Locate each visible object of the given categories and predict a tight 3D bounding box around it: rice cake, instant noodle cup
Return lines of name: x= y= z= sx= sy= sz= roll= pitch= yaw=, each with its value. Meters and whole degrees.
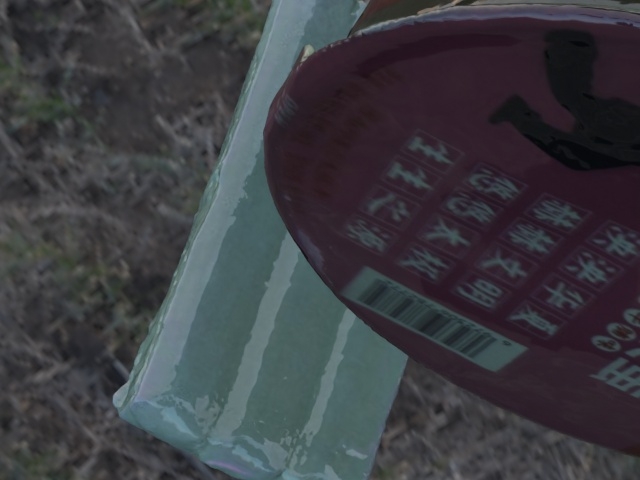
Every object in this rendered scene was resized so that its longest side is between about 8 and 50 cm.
rice cake: x=0.000 y=0.000 z=0.791 sx=0.127 sy=0.043 sz=0.237 roll=26 pitch=70 yaw=-12
instant noodle cup: x=0.122 y=-0.056 z=0.508 sx=0.234 sy=0.235 sz=0.178 roll=10 pitch=61 yaw=26
